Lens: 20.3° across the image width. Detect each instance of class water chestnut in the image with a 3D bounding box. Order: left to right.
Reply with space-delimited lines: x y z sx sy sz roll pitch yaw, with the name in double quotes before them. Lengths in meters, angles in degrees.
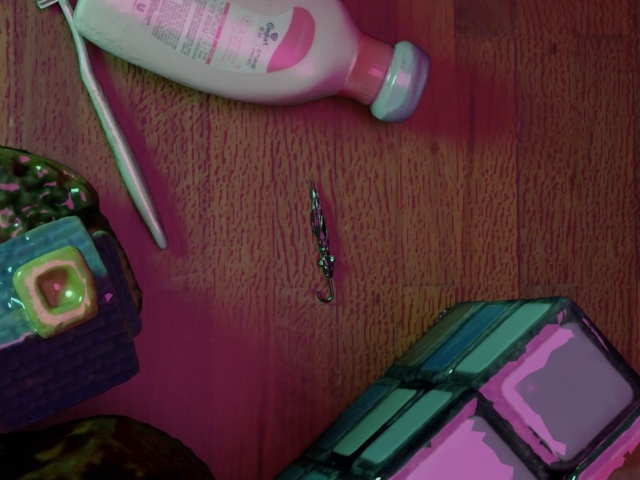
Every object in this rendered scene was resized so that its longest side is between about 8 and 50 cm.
"water chestnut" -0.234 0.314 1.525 0.350 0.350 0.302 -20 91 -12

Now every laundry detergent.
"laundry detergent" -0.059 -0.203 1.701 0.335 0.088 0.159 20 78 -12

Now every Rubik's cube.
"Rubik's cube" 0.157 0.285 1.597 0.362 0.363 0.359 -41 93 -6

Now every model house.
"model house" -0.315 0.047 1.553 0.321 0.266 0.261 -23 97 -12

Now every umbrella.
"umbrella" 0.003 0.000 1.746 0.022 0.013 0.122 -5 91 9

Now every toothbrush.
"toothbrush" -0.213 -0.131 1.697 0.029 0.025 0.307 -24 93 -3
